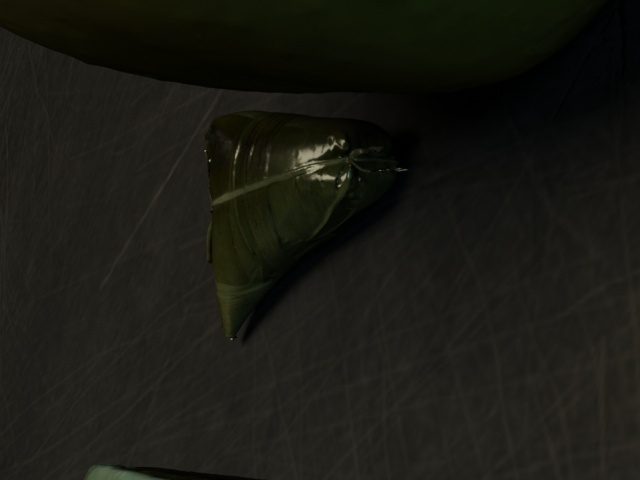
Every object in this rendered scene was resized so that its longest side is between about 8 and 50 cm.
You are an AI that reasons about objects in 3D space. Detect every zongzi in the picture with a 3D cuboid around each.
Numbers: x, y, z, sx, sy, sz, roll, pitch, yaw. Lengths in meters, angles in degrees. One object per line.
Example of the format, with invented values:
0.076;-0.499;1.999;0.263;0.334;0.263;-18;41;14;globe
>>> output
0.000;0.000;0.723;0.154;0.062;0.130;9;98;45;zongzi

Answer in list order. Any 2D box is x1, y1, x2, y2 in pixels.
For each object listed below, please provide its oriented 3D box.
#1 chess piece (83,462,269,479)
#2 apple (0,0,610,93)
-0.004;0.227;0.422;0.194;0.195;0.299;-7;73;58;chess piece
-0.033;-0.281;0.573;0.473;0.474;0.473;-39;39;41;apple
